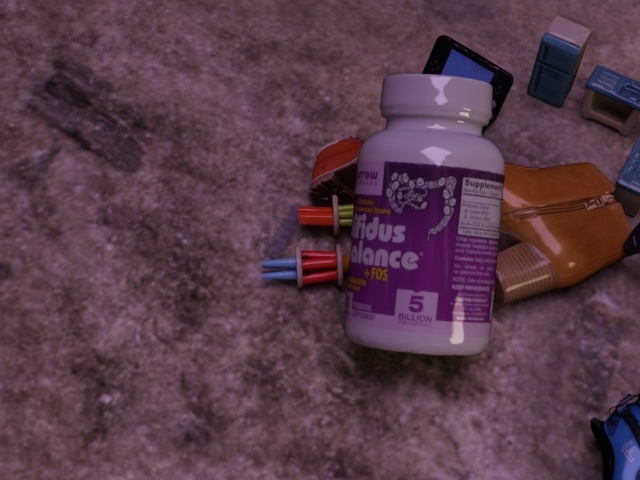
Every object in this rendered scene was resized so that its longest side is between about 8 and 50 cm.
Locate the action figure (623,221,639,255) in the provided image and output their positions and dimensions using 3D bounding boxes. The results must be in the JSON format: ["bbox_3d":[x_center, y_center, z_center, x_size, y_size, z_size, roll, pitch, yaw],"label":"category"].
[{"bbox_3d":[0.517,0.027,1.337,0.285,0.099,0.185,9,41,-19],"label":"action figure"}]

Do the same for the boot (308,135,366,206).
[{"bbox_3d":[0.055,-0.108,1.412,0.157,0.059,0.085,-20,43,26],"label":"boot"}]

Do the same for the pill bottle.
[{"bbox_3d":[0.119,-0.029,1.261,0.169,0.169,0.302,4,90,1],"label":"pill bottle"}]

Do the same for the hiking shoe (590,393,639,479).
[{"bbox_3d":[0.369,0.197,1.225,0.132,0.113,0.304,20,65,13],"label":"hiking shoe"}]

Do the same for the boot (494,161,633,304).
[{"bbox_3d":[0.245,-0.067,1.406,0.211,0.104,0.295,-22,67,-20],"label":"boot"}]

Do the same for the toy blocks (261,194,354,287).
[{"bbox_3d":[0.000,0.000,1.378,0.148,0.054,0.123,-3,60,-2],"label":"toy blocks"}]

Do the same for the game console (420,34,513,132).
[{"bbox_3d":[0.176,-0.196,1.492,0.122,0.107,0.071,35,36,17],"label":"game console"}]

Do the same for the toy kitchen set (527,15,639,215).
[{"bbox_3d":[0.352,-0.159,1.440,0.207,0.122,0.166,26,62,14],"label":"toy kitchen set"}]
